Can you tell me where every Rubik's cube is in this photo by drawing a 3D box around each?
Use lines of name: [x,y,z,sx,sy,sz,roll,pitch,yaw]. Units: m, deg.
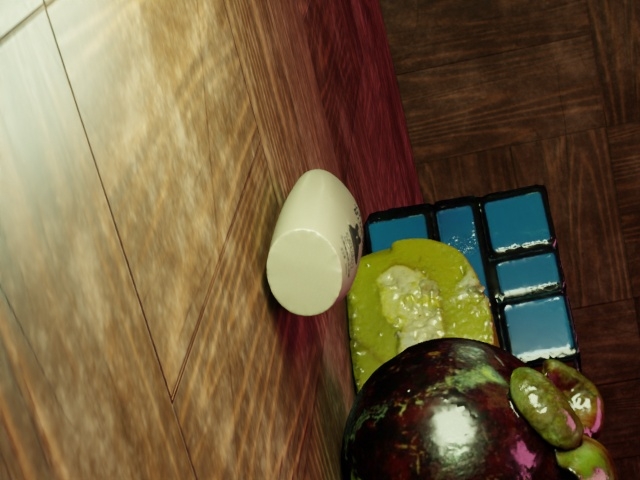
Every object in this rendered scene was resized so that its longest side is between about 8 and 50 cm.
Rubik's cube: [0.232,0.114,1.901,0.293,0.283,0.288,71,11,-61]

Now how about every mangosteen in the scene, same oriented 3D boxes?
mangosteen: [0.163,0.229,1.320,0.288,0.288,0.288,-11,90,-81]

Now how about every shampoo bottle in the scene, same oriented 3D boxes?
shampoo bottle: [0.000,0.000,1.221,0.257,0.078,0.127,-70,147,-76]

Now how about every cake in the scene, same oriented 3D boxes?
cake: [0.132,0.123,1.587,0.156,0.179,0.260,69,14,-54]
